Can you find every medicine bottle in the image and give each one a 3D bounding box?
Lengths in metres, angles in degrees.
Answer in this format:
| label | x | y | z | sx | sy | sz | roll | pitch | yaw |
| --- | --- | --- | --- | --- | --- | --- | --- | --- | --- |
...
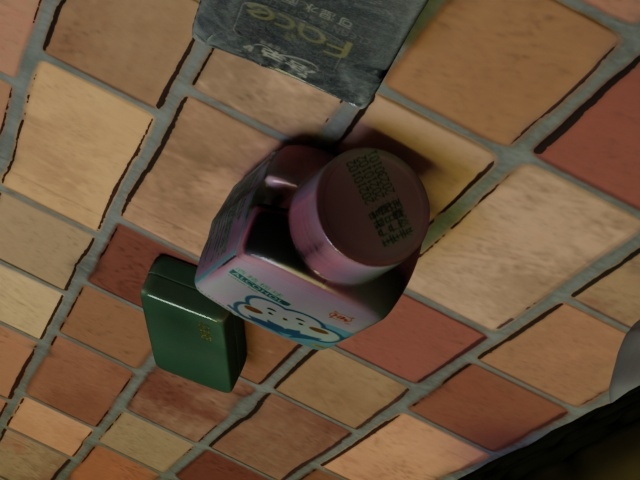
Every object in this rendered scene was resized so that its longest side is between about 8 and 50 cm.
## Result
| label | x | y | z | sx | sy | sz | roll | pitch | yaw |
| --- | --- | --- | --- | --- | --- | --- | --- | --- | --- |
| medicine bottle | 0.000 | 0.000 | 1.266 | 0.119 | 0.094 | 0.188 | 27 | 158 | -13 |

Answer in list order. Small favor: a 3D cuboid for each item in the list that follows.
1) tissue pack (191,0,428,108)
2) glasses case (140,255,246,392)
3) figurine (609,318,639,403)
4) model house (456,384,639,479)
| label | x | y | z | sx | sy | sz | roll | pitch | yaw |
| --- | --- | --- | --- | --- | --- | --- | --- | --- | --- |
| tissue pack | -0.002 | -0.137 | 1.015 | 0.112 | 0.051 | 0.156 | 24 | 158 | -3 |
| glasses case | -0.108 | 0.075 | 1.620 | 0.077 | 0.039 | 0.184 | 20 | 158 | 9 |
| figurine | 0.282 | 0.105 | 1.146 | 0.236 | 0.133 | 0.176 | 21 | 160 | 48 |
| model house | 0.299 | 0.124 | 0.815 | 0.400 | 0.445 | 0.395 | 57 | 173 | 32 |
